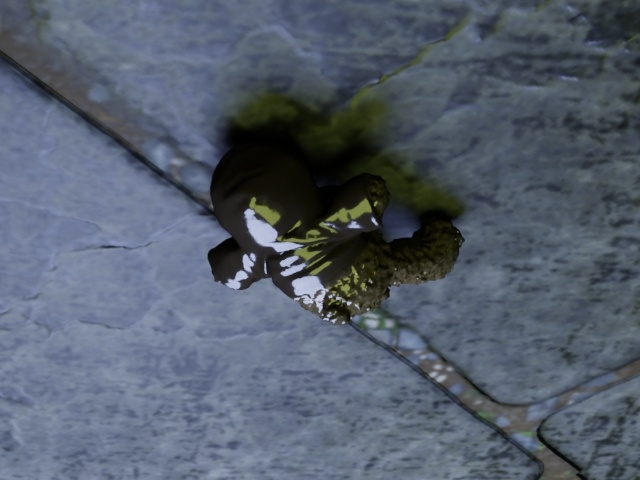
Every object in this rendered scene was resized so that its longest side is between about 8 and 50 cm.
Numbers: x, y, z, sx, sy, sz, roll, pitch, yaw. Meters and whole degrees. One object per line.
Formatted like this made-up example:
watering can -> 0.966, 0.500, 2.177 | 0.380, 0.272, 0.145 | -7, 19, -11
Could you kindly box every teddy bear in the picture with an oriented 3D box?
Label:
teddy bear -> 0.002, 0.008, 0.868 | 0.119, 0.078, 0.160 | -29, 137, 31
